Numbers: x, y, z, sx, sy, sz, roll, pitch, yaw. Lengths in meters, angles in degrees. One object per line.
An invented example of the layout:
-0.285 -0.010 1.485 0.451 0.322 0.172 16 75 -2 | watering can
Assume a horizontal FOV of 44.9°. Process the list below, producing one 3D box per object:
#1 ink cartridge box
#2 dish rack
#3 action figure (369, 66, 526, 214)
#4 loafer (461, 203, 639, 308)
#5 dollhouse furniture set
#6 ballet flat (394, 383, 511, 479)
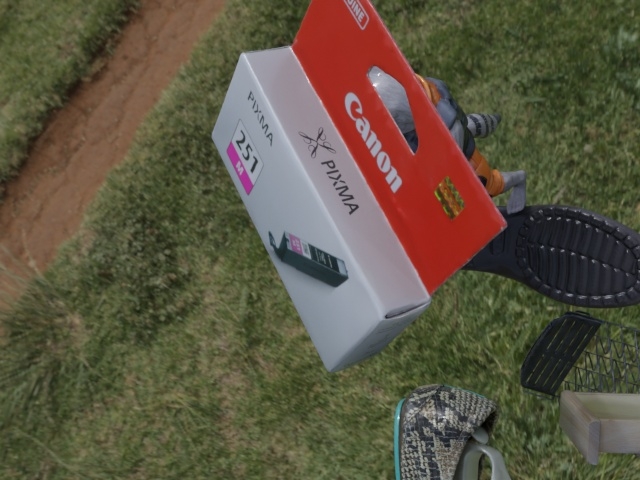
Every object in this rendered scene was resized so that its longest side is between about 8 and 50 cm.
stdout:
0.010 -0.056 0.653 0.060 0.239 0.275 -17 68 -28 | ink cartridge box
0.460 0.218 1.210 0.271 0.208 0.074 17 36 -1 | dish rack
0.117 -0.160 1.028 0.341 0.330 0.178 44 102 26 | action figure
0.330 0.005 1.148 0.366 0.130 0.134 18 102 42 | loafer
0.330 0.284 0.775 0.161 0.212 0.242 1 94 3 | dollhouse furniture set
0.176 0.439 1.034 0.182 0.164 0.483 0 77 33 | ballet flat
